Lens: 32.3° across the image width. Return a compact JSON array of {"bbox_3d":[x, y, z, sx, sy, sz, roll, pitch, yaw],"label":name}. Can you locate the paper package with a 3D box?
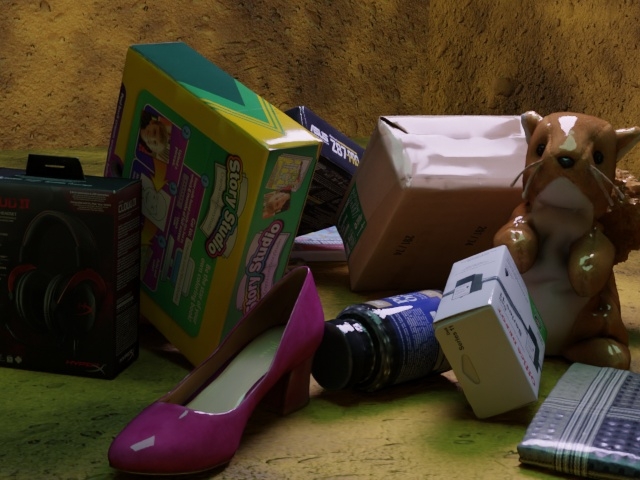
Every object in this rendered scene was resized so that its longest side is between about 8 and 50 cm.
[{"bbox_3d":[0.212,-0.065,1.968,0.309,0.325,0.168,-1,57,-18],"label":"paper package"}]

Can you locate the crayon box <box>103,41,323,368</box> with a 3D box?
[{"bbox_3d":[-0.174,-0.047,1.550,0.106,0.363,0.313,-14,41,-43],"label":"crayon box"}]

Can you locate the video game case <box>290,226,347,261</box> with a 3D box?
[{"bbox_3d":[0.000,0.000,2.359,0.204,0.025,0.285,-1,13,-16],"label":"video game case"}]

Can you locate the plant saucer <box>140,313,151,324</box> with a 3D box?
[{"bbox_3d":[-0.236,0.019,1.804,0.332,0.084,0.332,-3,46,3],"label":"plant saucer"}]

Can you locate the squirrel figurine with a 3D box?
[{"bbox_3d":[0.384,-0.022,1.745,0.281,0.371,0.397,8,13,24],"label":"squirrel figurine"}]

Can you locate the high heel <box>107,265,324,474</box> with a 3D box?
[{"bbox_3d":[-0.119,0.146,1.304,0.127,0.181,0.377,9,14,25],"label":"high heel"}]

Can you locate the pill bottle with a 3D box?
[{"bbox_3d":[0.091,0.141,1.518,0.219,0.123,0.122,-8,16,-42],"label":"pill bottle"}]

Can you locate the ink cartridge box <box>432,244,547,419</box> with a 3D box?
[{"bbox_3d":[0.231,0.119,1.478,0.086,0.153,0.208,-22,14,22],"label":"ink cartridge box"}]

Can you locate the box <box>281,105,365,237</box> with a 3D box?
[{"bbox_3d":[-0.074,-0.103,2.072,0.318,0.097,0.395,-20,-20,23],"label":"box"}]

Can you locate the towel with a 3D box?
[{"bbox_3d":[0.426,0.238,1.360,0.312,0.056,0.324,5,14,24],"label":"towel"}]

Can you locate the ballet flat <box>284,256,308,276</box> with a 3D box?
[{"bbox_3d":[-0.070,0.054,2.074,0.114,0.041,0.041,-7,16,-34],"label":"ballet flat"}]

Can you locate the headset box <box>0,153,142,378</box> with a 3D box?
[{"bbox_3d":[-0.367,0.026,1.531,0.218,0.293,0.110,6,13,10],"label":"headset box"}]
